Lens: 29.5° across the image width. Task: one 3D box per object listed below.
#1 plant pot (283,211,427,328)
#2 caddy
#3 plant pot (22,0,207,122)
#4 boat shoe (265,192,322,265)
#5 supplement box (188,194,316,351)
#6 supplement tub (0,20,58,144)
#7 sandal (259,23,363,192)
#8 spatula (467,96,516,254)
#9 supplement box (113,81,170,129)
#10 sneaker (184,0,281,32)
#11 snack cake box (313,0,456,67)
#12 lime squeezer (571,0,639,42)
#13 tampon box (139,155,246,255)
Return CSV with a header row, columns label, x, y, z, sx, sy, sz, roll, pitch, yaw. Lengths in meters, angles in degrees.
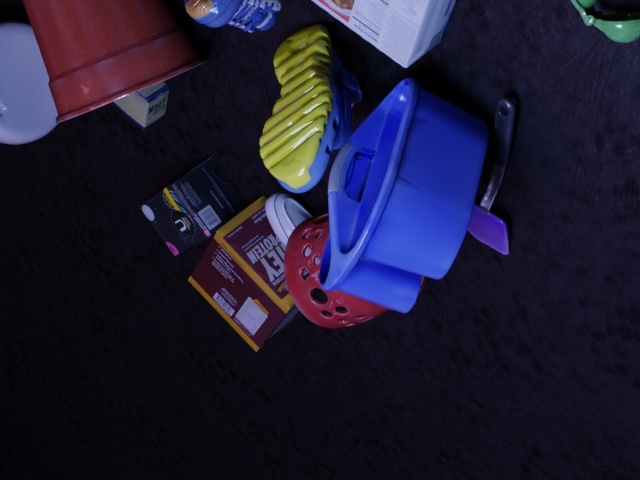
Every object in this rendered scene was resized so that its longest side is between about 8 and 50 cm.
label,x,y,z,sx,sy,sz,roll,pitch,yaw
plant pot,0.064,0.035,1.952,0.174,0.191,0.191,-19,107,45
caddy,0.097,-0.068,1.697,0.179,0.341,0.241,23,145,-9
plant pot,-0.364,-0.366,2.000,0.272,0.272,0.265,-9,107,51
boat shoe,0.000,0.000,2.092,0.076,0.083,0.226,-22,117,42
supplement box,-0.111,0.062,2.210,0.191,0.129,0.194,46,145,6
supplement tub,-0.672,-0.310,2.391,0.325,0.235,0.235,7,127,45
sandal,0.000,-0.181,1.771,0.126,0.317,0.138,-23,127,30
spatula,0.252,-0.092,1.757,0.084,0.030,0.296,31,141,26
supplement box,-0.326,-0.264,2.209,0.083,0.056,0.083,39,144,15
sneaker,-0.106,-0.353,1.734,0.112,0.296,0.131,-34,110,21
snack cake box,0.059,-0.377,1.655,0.264,0.089,0.152,39,145,16
lime squeezer,0.340,-0.303,1.445,0.310,0.059,0.110,37,143,20
tampon box,-0.239,-0.062,2.260,0.120,0.101,0.161,55,145,-6
